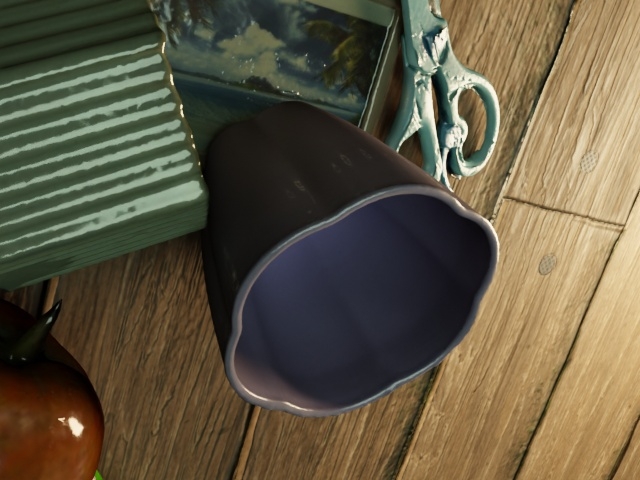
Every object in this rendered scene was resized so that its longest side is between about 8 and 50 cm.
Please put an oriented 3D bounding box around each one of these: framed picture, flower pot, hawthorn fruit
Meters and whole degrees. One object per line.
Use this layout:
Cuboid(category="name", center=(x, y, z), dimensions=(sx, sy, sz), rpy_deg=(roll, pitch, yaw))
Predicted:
Cuboid(category="framed picture", center=(-0.063, -0.180, 0.726), dimensions=(0.315, 0.024, 0.232), rpy_deg=(6, 110, -31))
Cuboid(category="flower pot", center=(0.000, 0.000, 0.690), dimensions=(0.265, 0.243, 0.265), rpy_deg=(-13, 129, -17))
Cuboid(category="hawthorn fruit", center=(-0.308, 0.166, 0.580), dimensions=(0.301, 0.268, 0.268), rpy_deg=(-47, 127, 11))
Cuboid(category="flower pot", center=(-0.205, -0.089, 0.553), dimensions=(0.189, 0.239, 0.209), rpy_deg=(-19, 84, -10))

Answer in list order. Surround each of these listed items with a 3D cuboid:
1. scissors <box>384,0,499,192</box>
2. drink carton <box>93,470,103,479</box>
Cuboid(category="scissors", center=(0.127, -0.214, 0.791), dimensions=(0.180, 0.032, 0.393), rpy_deg=(-31, 129, -21))
Cuboid(category="drink carton", center=(-0.284, 0.386, 0.801), dimensions=(0.161, 0.108, 0.271), rpy_deg=(-29, 122, -19))
